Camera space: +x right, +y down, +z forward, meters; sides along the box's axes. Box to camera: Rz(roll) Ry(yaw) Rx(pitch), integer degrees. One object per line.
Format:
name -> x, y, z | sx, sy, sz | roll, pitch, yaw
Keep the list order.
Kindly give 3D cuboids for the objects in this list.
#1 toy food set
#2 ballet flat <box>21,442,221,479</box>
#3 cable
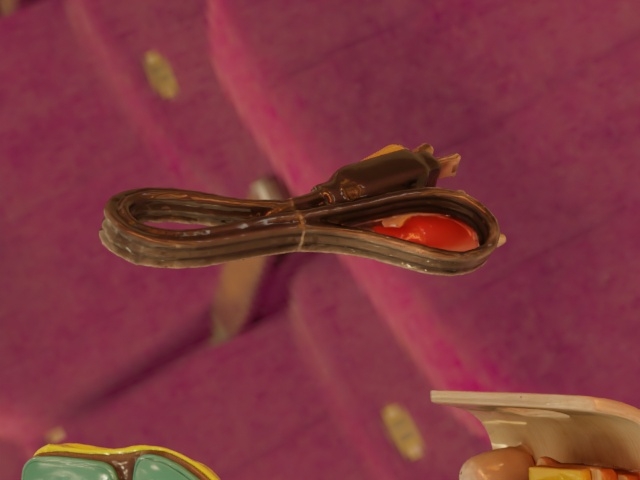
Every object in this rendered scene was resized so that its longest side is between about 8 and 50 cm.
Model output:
toy food set -> 0.139, 0.247, 1.209 | 0.219, 0.092, 0.306 | 170, 95, -67
ballet flat -> -0.125, 0.187, 1.421 | 0.231, 0.077, 0.077 | 5, 95, 41
cable -> 0.000, 0.000, 1.246 | 0.139, 0.287, 0.072 | 50, 143, 35
